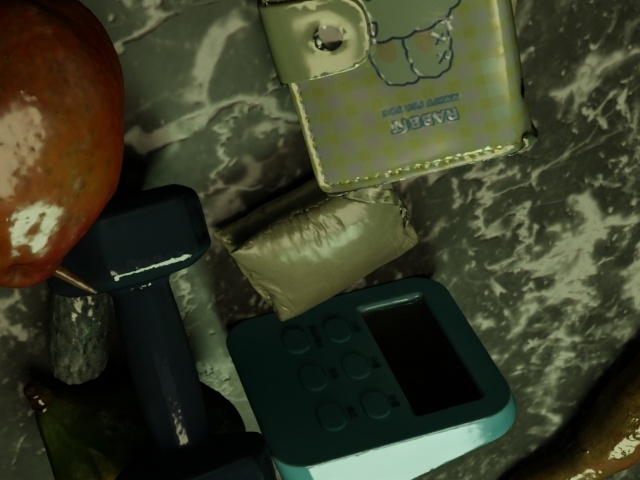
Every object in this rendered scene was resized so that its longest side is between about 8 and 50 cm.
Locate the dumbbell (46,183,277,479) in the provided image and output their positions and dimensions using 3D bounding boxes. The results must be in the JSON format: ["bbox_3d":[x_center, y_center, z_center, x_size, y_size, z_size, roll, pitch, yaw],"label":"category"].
[{"bbox_3d":[-0.145,0.115,1.157,0.160,0.144,0.325,-17,95,-25],"label":"dumbbell"}]

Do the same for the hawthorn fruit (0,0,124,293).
[{"bbox_3d":[-0.245,-0.064,0.999,0.210,0.210,0.262,-17,109,-10],"label":"hawthorn fruit"}]

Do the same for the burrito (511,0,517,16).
[{"bbox_3d":[0.151,-0.264,1.138,0.082,0.059,0.275,-18,134,-28],"label":"burrito"}]

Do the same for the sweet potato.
[{"bbox_3d":[0.370,0.248,1.629,0.109,0.109,0.385,22,121,-36],"label":"sweet potato"}]

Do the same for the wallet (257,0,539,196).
[{"bbox_3d":[0.062,-0.198,1.107,0.223,0.077,0.309,-10,125,11],"label":"wallet"}]

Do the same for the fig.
[{"bbox_3d":[-0.197,0.213,1.318,0.245,0.195,0.195,34,112,-3],"label":"fig"}]

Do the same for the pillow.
[{"bbox_3d":[0.000,0.000,1.274,0.181,0.078,0.134,-28,133,1],"label":"pillow"}]

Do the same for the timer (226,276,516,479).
[{"bbox_3d":[0.050,0.140,1.309,0.250,0.232,0.091,-23,130,-6],"label":"timer"}]

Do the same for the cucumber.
[{"bbox_3d":[-0.238,0.083,1.246,0.064,0.064,0.112,-7,128,-19],"label":"cucumber"}]
